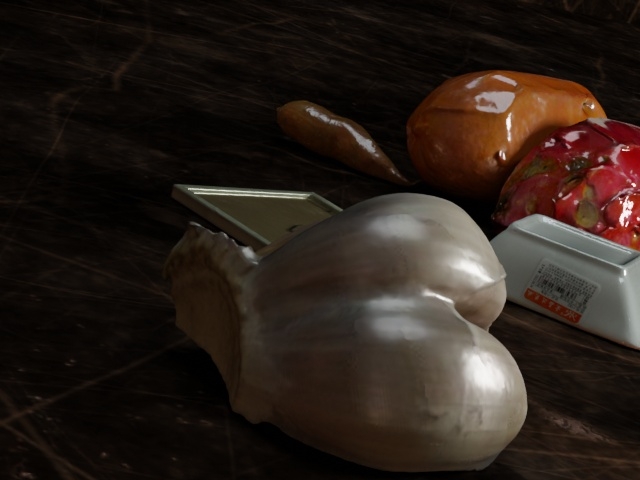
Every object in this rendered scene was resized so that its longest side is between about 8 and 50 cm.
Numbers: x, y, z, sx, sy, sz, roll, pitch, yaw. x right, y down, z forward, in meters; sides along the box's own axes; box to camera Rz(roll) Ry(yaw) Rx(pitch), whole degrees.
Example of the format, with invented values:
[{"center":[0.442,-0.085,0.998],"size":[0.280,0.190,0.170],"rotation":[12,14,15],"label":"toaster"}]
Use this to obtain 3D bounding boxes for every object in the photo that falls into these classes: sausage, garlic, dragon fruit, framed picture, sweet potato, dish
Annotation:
[{"center":[0.215,-0.115,1.984],"size":[0.268,0.153,0.141],"rotation":[2,-4,-45],"label":"sausage"},{"center":[0.037,0.072,1.276],"size":[0.292,0.210,0.237],"rotation":[6,-16,-19],"label":"garlic"},{"center":[0.315,-0.043,1.895],"size":[0.261,0.189,0.163],"rotation":[2,-10,-30],"label":"dragon fruit"},{"center":[0.000,0.000,1.647],"size":[0.184,0.016,0.250],"rotation":[1,22,-43],"label":"framed picture"},{"center":[0.030,-0.109,1.989],"size":[0.195,0.056,0.056],"rotation":[29,20,23],"label":"sweet potato"},{"center":[0.263,0.037,1.689],"size":[0.234,0.064,0.154],"rotation":[23,17,19],"label":"dish"}]
